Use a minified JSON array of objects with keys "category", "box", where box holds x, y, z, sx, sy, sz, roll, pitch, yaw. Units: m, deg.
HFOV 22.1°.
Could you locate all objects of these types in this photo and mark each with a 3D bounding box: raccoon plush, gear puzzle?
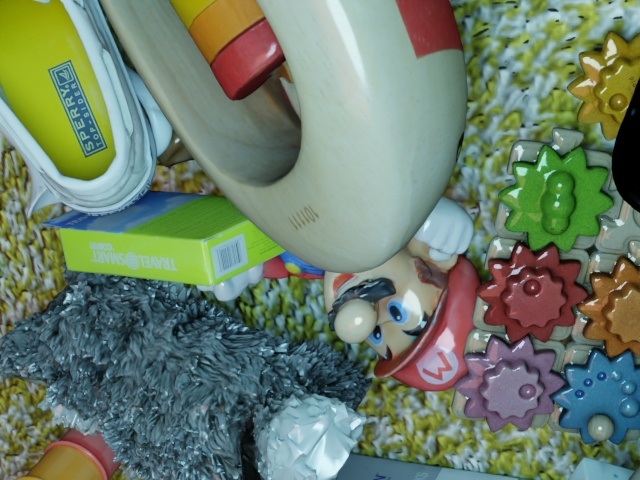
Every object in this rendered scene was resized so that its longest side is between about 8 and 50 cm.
[{"category":"raccoon plush","box":[-0.115,0.090,1.378,0.299,0.216,0.446,38,154,0]},{"category":"gear puzzle","box":[0.215,0.006,1.240,0.176,0.044,0.338,8,112,-6]}]

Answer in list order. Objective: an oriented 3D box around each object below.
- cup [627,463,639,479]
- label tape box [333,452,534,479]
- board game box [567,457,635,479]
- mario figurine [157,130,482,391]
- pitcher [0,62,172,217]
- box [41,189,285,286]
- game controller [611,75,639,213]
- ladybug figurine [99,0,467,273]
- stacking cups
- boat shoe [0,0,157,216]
[{"category":"cup","box":[0.410,0.171,1.154,0.331,0.331,0.237,28,113,9]},{"category":"label tape box","box":[0.107,0.337,1.533,0.348,0.115,0.249,4,123,24]},{"category":"board game box","box":[0.300,0.318,1.330,0.303,0.097,0.224,18,123,-16]},{"category":"mario figurine","box":[0.000,0.000,1.318,0.320,0.170,0.198,45,165,4]},{"category":"pitcher","box":[-0.217,-0.143,1.356,0.178,0.125,0.207,-21,94,36]},{"category":"box","box":[-0.119,-0.005,1.287,0.178,0.109,0.042,5,111,39]},{"category":"game controller","box":[0.365,-0.048,1.112,0.319,0.166,0.067,20,160,15]},{"category":"ladybug figurine","box":[-0.039,-0.195,1.154,0.449,0.162,0.305,61,152,-1]},{"category":"stacking cups","box":[-0.282,0.284,1.569,0.096,0.316,0.096,14,124,22]},{"category":"boat shoe","box":[-0.243,-0.188,1.226,0.136,0.156,0.367,-25,86,-1]}]
